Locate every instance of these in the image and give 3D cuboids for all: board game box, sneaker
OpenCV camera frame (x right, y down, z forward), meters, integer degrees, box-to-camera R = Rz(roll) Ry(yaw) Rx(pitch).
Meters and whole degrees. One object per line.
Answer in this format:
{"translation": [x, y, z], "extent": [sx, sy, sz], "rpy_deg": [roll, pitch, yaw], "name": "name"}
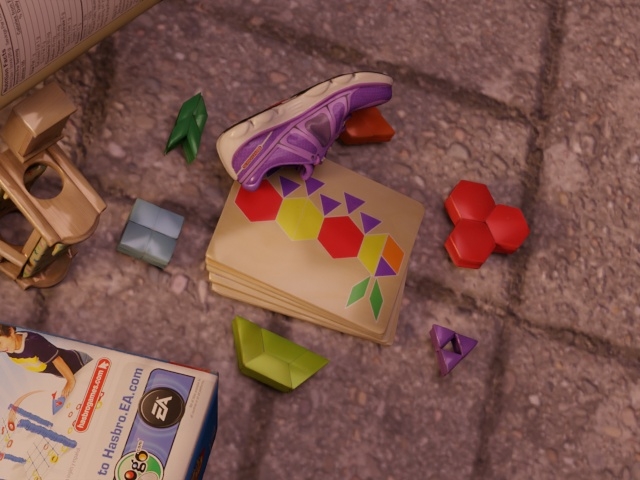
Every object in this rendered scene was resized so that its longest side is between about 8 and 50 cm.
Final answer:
{"translation": [-0.256, 0.205, 1.351], "extent": [0.302, 0.086, 0.308], "rpy_deg": [13, 55, 6], "name": "board game box"}
{"translation": [-0.009, -0.094, 1.646], "extent": [0.170, 0.068, 0.071], "rpy_deg": [-28, 95, -18], "name": "sneaker"}

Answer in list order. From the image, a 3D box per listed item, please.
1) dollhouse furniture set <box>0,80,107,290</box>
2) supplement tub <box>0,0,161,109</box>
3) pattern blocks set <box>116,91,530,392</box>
{"translation": [-0.253, -0.008, 1.475], "extent": [0.161, 0.182, 0.101], "rpy_deg": [-37, 86, -28], "name": "dollhouse furniture set"}
{"translation": [-0.269, -0.216, 1.420], "extent": [0.325, 0.235, 0.235], "rpy_deg": [-39, 86, -30], "name": "supplement tub"}
{"translation": [0.000, 0.000, 1.651], "extent": [0.325, 0.026, 0.285], "rpy_deg": [32, 62, -5], "name": "pattern blocks set"}
